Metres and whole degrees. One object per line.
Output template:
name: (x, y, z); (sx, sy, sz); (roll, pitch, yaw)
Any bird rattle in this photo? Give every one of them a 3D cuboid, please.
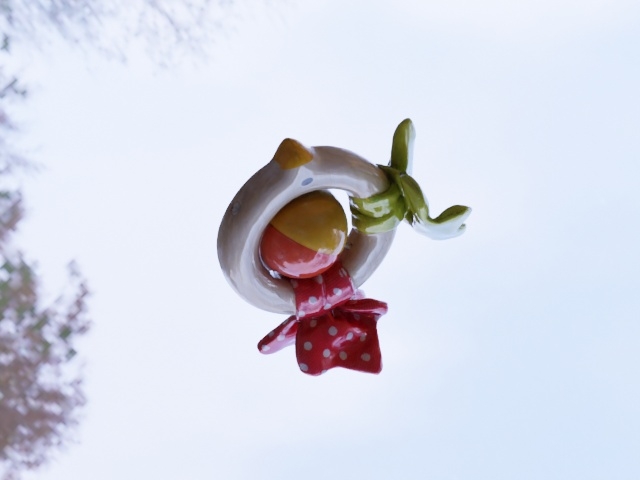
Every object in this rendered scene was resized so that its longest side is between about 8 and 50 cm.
bird rattle: (0.000, 0.000, 1.315); (0.253, 0.207, 0.143); (-50, -140, 26)
